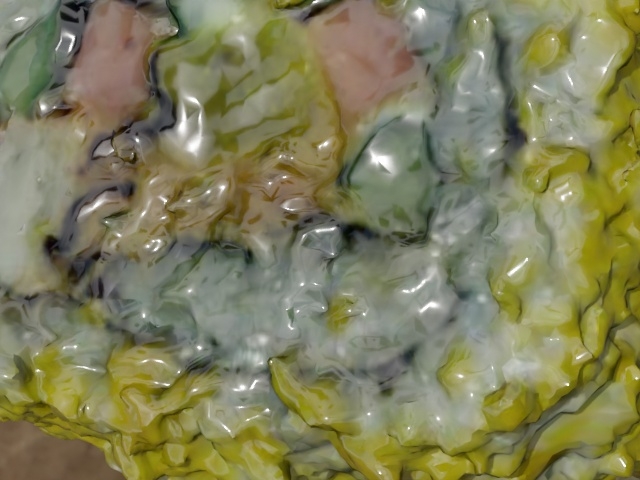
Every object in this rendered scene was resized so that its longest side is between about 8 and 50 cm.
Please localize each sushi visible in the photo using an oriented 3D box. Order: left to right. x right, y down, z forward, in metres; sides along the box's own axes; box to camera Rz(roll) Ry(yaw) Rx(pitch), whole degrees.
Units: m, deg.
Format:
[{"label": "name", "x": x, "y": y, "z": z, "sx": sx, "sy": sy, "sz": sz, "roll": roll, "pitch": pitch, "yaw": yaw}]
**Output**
[{"label": "sushi", "x": 0.001, "y": -0.021, "z": 0.906, "sx": 0.396, "sy": 0.240, "sz": 0.351, "roll": 3, "pitch": 80, "yaw": 27}]
